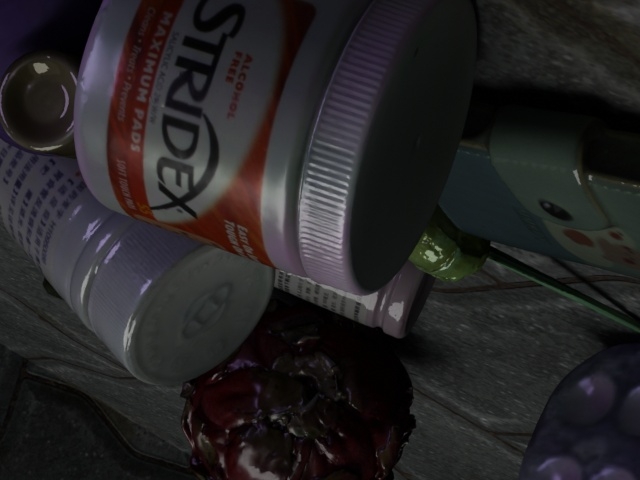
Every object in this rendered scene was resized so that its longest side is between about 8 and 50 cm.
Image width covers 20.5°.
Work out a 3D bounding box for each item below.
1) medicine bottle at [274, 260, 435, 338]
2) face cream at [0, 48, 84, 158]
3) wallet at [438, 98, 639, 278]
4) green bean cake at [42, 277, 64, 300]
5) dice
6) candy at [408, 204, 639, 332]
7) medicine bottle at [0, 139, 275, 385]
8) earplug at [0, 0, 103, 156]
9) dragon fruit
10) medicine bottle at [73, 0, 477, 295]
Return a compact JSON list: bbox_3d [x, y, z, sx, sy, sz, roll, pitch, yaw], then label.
[{"bbox_3d":[0.000,0.000,1.889,0.249,0.133,0.133,23,164,12],"label":"medicine bottle"},{"bbox_3d":[-0.170,-0.110,1.536,0.084,0.137,0.341,57,-167,8],"label":"face cream"},{"bbox_3d":[0.235,-0.033,1.535,0.360,0.083,0.252,15,163,36],"label":"wallet"},{"bbox_3d":[-0.287,0.073,2.590,0.185,0.094,0.183,35,161,-31],"label":"green bean cake"},{"bbox_3d":[0.398,0.284,1.946,0.270,0.270,0.271,7,156,45],"label":"dice"},{"bbox_3d":[0.219,0.037,1.816,0.335,0.092,0.093,24,156,-28],"label":"candy"},{"bbox_3d":[-0.208,-0.024,1.798,0.332,0.190,0.190,46,175,30],"label":"medicine bottle"},{"bbox_3d":[-0.268,-0.207,1.535,0.215,0.215,0.456,21,167,12],"label":"earplug"},{"bbox_3d":[-0.031,0.237,2.363,0.329,0.329,0.329,23,163,7],"label":"dragon fruit"},{"bbox_3d":[-0.032,-0.110,1.384,0.241,0.252,0.252,18,162,18],"label":"medicine bottle"}]
